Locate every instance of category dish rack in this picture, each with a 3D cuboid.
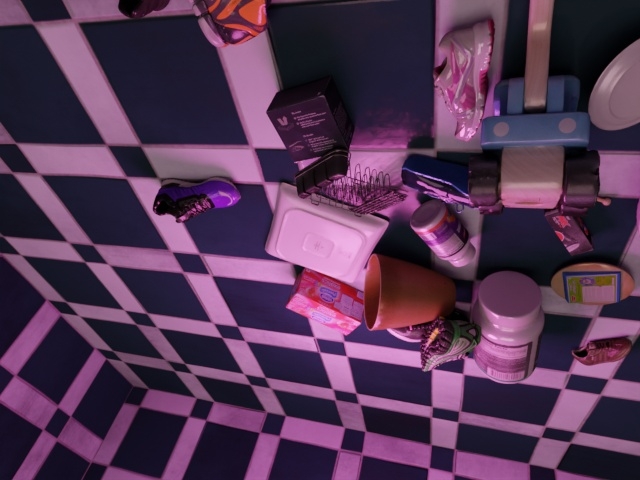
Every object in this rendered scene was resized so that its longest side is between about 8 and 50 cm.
[{"bbox_3d":[0.087,-0.138,1.218,0.271,0.074,0.208,13,161,-33],"label":"dish rack"}]

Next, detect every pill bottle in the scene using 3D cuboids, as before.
[{"bbox_3d":[0.580,0.273,1.432,0.204,0.204,0.361,2,137,20],"label":"pill bottle"},{"bbox_3d":[0.345,-0.015,1.272,0.108,0.108,0.193,-24,125,39],"label":"pill bottle"}]

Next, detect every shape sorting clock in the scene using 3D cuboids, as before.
[{"bbox_3d":[0.773,0.124,1.313,0.206,0.040,0.206,11,143,8],"label":"shape sorting clock"}]

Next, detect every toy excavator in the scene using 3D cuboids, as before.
[{"bbox_3d":[0.405,-0.283,0.875,0.222,0.446,0.433,2,178,24],"label":"toy excavator"}]

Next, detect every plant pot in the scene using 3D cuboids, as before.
[{"bbox_3d":[0.281,0.170,1.440,0.254,0.237,0.237,5,141,-6],"label":"plant pot"}]

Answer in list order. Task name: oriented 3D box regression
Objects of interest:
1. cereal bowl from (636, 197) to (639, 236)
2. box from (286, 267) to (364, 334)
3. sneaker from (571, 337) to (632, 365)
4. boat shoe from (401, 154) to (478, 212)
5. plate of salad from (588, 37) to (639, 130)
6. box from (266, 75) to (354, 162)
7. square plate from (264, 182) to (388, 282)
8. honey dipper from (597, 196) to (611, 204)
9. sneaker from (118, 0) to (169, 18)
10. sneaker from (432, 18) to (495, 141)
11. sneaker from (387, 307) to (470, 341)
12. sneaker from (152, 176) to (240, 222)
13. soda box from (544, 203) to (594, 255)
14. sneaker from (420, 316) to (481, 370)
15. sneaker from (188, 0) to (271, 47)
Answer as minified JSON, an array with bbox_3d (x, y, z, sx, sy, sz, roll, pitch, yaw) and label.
[{"bbox_3d":[0.853,-0.091,0.959,0.338,0.141,0.339,11,140,9],"label":"cereal bowl"},{"bbox_3d":[0.022,0.217,1.648,0.256,0.128,0.123,26,140,-9],"label":"box"},{"bbox_3d":[0.917,0.362,1.508,0.071,0.066,0.188,28,139,-9],"label":"sneaker"},{"bbox_3d":[0.331,-0.140,1.160,0.258,0.109,0.089,28,150,15],"label":"boat shoe"},{"bbox_3d":[0.598,-0.301,0.869,0.199,0.048,0.200,-9,136,-9],"label":"plate of salad"},{"bbox_3d":[-0.020,-0.289,1.114,0.155,0.093,0.158,-7,135,27],"label":"box"},{"bbox_3d":[0.000,0.000,1.472,0.343,0.049,0.347,20,141,-1],"label":"square plate"},{"bbox_3d":[0.624,-0.115,1.113,0.160,0.031,0.031,14,140,0],"label":"honey dipper"},{"bbox_3d":[-0.372,-0.578,0.896,0.108,0.130,0.286,12,139,11],"label":"sneaker"},{"bbox_3d":[0.291,-0.326,0.956,0.111,0.103,0.252,8,133,19],"label":"sneaker"},{"bbox_3d":[0.383,0.285,1.610,0.295,0.105,0.147,9,138,3],"label":"sneaker"},{"bbox_3d":[-0.391,-0.111,1.421,0.293,0.146,0.102,1,137,21],"label":"sneaker"},{"bbox_3d":[0.634,-0.036,1.175,0.060,0.053,0.169,-24,124,39],"label":"soda box"},{"bbox_3d":[0.401,0.339,1.447,0.146,0.134,0.344,6,157,-1],"label":"sneaker"},{"bbox_3d":[-0.196,-0.545,0.890,0.179,0.125,0.321,-7,145,22],"label":"sneaker"}]
